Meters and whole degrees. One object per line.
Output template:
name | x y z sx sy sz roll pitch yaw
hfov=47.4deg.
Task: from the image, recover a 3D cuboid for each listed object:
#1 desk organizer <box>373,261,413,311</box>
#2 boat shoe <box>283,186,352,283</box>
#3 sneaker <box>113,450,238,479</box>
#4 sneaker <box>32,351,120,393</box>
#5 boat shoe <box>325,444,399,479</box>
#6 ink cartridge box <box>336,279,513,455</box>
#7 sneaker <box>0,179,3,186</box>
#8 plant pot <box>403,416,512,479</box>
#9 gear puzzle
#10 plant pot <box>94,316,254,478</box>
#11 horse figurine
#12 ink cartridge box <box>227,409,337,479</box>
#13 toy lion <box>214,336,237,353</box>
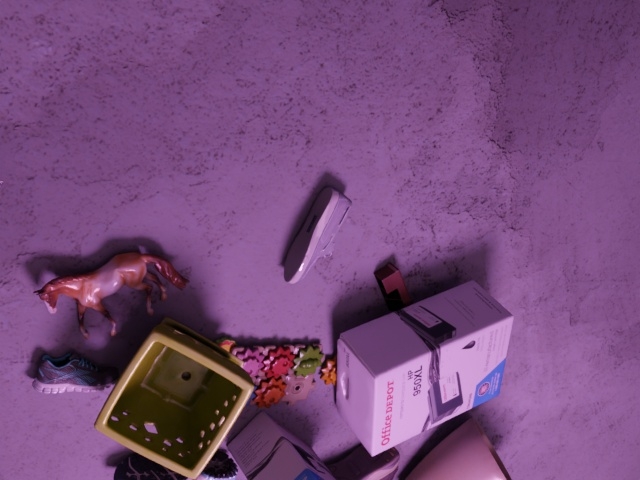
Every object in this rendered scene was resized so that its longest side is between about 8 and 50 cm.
desk organizer | 0.177 0.121 1.745 0.050 0.047 0.130 -31 123 -10
boat shoe | 0.000 -0.001 1.573 0.081 0.079 0.227 24 96 -30
sneaker | -0.327 0.552 1.632 0.283 0.110 0.122 12 112 -30
sneaker | -0.480 0.258 1.443 0.167 0.065 0.076 1 107 -30
boat shoe | 0.054 0.646 1.866 0.356 0.132 0.130 -19 119 -19
ink cartridge box | 0.248 0.306 1.763 0.395 0.166 0.285 -19 130 -22
sneaker | -0.621 -0.149 1.177 0.095 0.090 0.235 -43 130 -20
plant pot | 0.367 0.665 1.996 0.274 0.256 0.256 -32 125 6
gear puzzle | -0.067 0.323 1.697 0.339 0.044 0.175 3 113 -33
plant pot | -0.282 0.294 1.451 0.228 0.207 0.227 32 94 -9
horse figurine | -0.395 0.093 1.412 0.263 0.066 0.174 -26 128 -13
ink cartridge box | -0.051 0.559 1.662 0.129 0.307 0.223 -47 125 -5
toy lion | -0.230 0.258 1.598 0.096 0.034 0.100 14 105 -40
